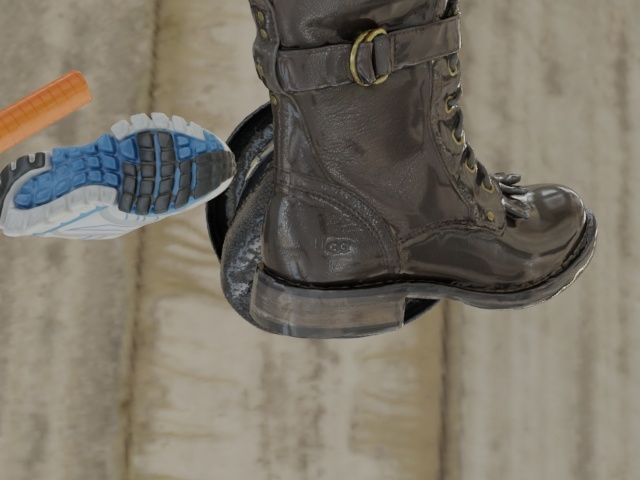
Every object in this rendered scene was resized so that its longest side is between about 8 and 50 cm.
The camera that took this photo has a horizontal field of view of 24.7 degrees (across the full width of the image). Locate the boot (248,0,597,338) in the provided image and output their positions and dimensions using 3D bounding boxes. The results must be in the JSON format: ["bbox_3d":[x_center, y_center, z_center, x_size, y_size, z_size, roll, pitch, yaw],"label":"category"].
[{"bbox_3d":[0.063,-0.076,0.787,0.263,0.091,0.229,-13,-66,-38],"label":"boot"}]

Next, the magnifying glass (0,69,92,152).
[{"bbox_3d":[-0.269,-0.057,1.062,0.231,0.026,0.092,-35,-37,-21],"label":"magnifying glass"}]

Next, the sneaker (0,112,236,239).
[{"bbox_3d":[-0.132,-0.037,1.013,0.083,0.190,0.071,24,-117,-56],"label":"sneaker"}]

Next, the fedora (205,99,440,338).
[{"bbox_3d":[0.000,0.000,1.588,0.334,0.334,0.152,59,-148,-16],"label":"fedora"}]
